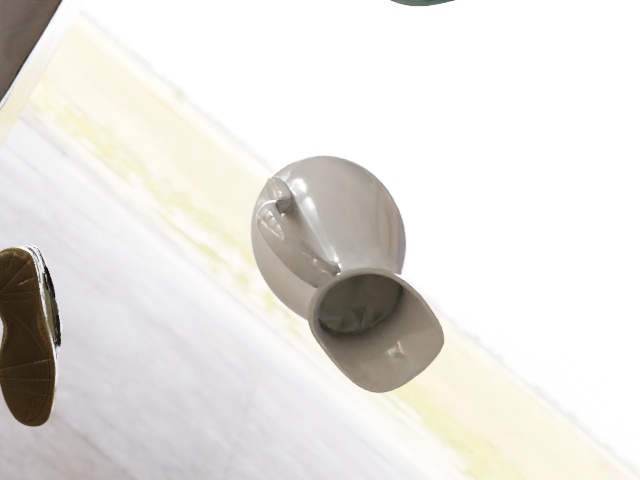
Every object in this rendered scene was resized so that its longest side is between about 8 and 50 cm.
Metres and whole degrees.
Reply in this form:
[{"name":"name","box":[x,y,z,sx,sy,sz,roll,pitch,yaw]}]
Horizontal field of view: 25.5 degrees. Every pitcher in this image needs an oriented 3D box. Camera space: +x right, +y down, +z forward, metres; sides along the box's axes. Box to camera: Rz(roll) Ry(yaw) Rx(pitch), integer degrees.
[{"name":"pitcher","box":[0.000,0.000,1.106,0.178,0.125,0.207,47,10,-32]}]

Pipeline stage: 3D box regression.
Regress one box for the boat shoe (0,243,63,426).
[{"name":"boat shoe","box":[-0.235,0.077,1.168,0.056,0.152,0.049,3,13,17]}]

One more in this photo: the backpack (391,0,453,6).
[{"name":"backpack","box":[0.136,-0.356,1.457,0.191,0.225,0.253,63,19,-47]}]

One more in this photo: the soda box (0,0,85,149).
[{"name":"soda box","box":[-0.144,-0.060,0.482,0.083,0.092,0.263,27,43,-10]}]
